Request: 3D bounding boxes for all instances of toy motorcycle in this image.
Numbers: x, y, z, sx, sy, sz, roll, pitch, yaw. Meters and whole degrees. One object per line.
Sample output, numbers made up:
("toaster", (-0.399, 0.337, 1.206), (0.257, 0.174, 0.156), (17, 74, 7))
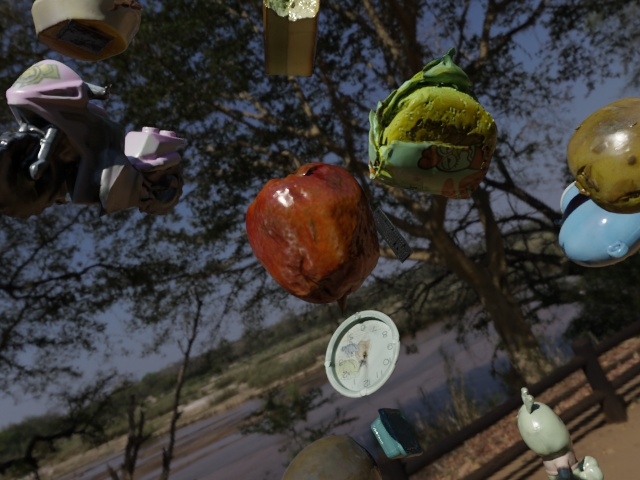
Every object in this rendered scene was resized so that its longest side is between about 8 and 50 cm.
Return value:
("toy motorcycle", (-0.290, -0.124, 0.764), (0.143, 0.187, 0.327), (8, 7, 25))

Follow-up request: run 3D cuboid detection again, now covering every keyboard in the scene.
("keyboard", (0.231, -0.018, 1.919), (0.015, 0.196, 0.074), (-16, -26, -44))

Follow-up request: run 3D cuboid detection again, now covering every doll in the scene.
("doll", (0.550, 0.486, 1.381), (0.113, 0.275, 0.155), (-41, -1, 16))
("doll", (0.574, -0.040, 1.187), (0.177, 0.141, 0.314), (-39, 10, 26))

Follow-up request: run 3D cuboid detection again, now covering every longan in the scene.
("longan", (0.026, 0.626, 1.405), (0.300, 0.299, 0.243), (-16, 16, -42))

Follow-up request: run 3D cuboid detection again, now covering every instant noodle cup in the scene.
("instant noodle cup", (0.223, 0.588, 1.737), (0.070, 0.157, 0.179), (-37, -29, 12))

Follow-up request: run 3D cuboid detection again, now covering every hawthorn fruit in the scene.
("hawthorn fruit", (-0.005, -0.014, 0.752), (0.173, 0.179, 0.173), (-48, -17, -20))

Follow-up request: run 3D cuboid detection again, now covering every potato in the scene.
("potato", (0.396, -0.117, 0.756), (0.137, 0.175, 0.137), (1, -44, 1))

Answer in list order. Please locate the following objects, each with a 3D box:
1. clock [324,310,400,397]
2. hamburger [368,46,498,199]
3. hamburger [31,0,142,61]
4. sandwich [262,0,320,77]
("clock", (0.118, 0.299, 1.515), (0.237, 0.236, 0.053), (-28, -41, 27))
("hamburger", (0.185, -0.181, 0.924), (0.214, 0.125, 0.235), (13, -62, -29))
("hamburger", (-0.613, -0.581, 1.511), (0.296, 0.151, 0.227), (2, -7, 35))
("sandwich", (-0.051, -0.453, 1.108), (0.108, 0.219, 0.186), (4, -35, -2))
